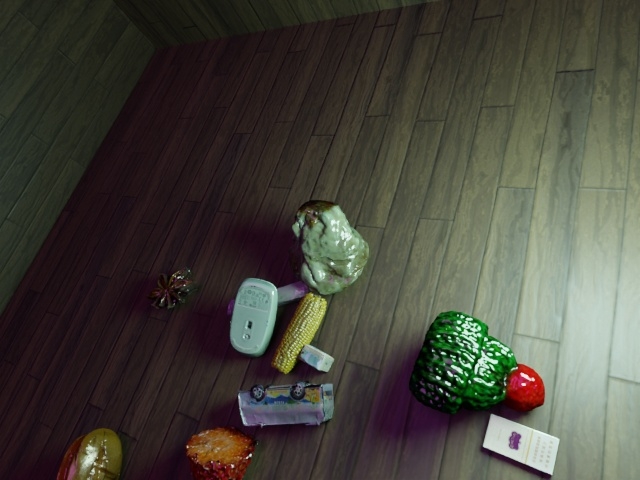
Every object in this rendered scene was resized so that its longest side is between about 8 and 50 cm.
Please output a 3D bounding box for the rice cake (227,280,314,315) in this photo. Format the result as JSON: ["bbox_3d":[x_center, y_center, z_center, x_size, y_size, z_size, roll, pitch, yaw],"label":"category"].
[{"bbox_3d":[-0.189,0.224,1.630,0.365,0.056,0.072,-18,64,17],"label":"rice cake"}]

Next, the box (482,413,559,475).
[{"bbox_3d":[0.521,0.529,1.117,0.167,0.024,0.089,12,70,32],"label":"box"}]

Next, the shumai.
[{"bbox_3d":[0.000,0.000,1.508,0.310,0.263,0.303,-3,49,18],"label":"shumai"}]

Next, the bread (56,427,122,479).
[{"bbox_3d":[-0.827,0.827,1.546,0.143,0.195,0.269,-20,53,28],"label":"bread"}]

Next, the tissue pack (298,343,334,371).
[{"bbox_3d":[-0.015,0.394,1.437,0.095,0.074,0.058,19,77,37],"label":"tissue pack"}]

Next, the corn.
[{"bbox_3d":[-0.067,0.313,1.492,0.102,0.101,0.310,18,73,33],"label":"corn"}]

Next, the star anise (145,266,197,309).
[{"bbox_3d":[-0.637,0.210,1.852,0.220,0.099,0.214,22,62,39],"label":"star anise"}]

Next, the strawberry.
[{"bbox_3d":[-0.322,0.722,1.381,0.234,0.234,0.177,11,98,31],"label":"strawberry"}]

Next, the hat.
[{"bbox_3d":[0.426,0.357,1.145,0.333,0.242,0.274,21,87,21],"label":"hat"}]

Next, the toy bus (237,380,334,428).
[{"bbox_3d":[-0.115,0.533,1.398,0.317,0.112,0.137,-13,69,22],"label":"toy bus"}]

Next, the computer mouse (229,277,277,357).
[{"bbox_3d":[-0.241,0.283,1.569,0.160,0.097,0.288,11,89,13],"label":"computer mouse"}]
